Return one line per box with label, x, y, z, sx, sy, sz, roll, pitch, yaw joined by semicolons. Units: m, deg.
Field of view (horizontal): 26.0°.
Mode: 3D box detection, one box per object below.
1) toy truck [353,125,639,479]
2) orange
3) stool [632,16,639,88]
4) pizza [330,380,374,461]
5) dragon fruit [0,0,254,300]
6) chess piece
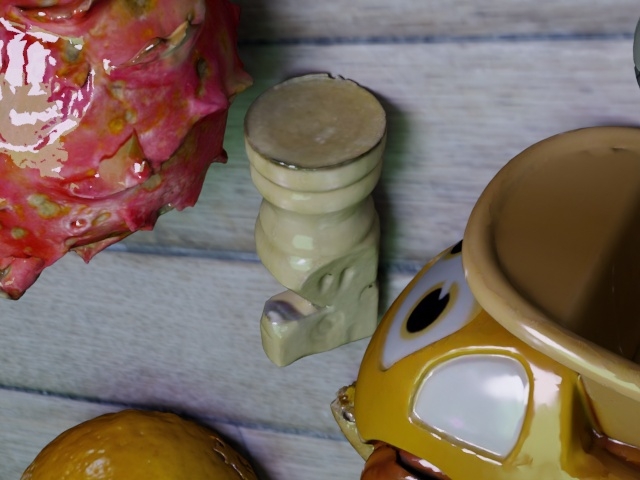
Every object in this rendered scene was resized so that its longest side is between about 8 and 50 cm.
toy truck;0.162;0.076;0.763;0.288;0.204;0.211;19;132;19
orange;-0.147;0.243;1.136;0.219;0.193;0.219;6;122;10
stool;0.202;-0.102;0.646;0.096;0.110;0.096;17;133;20
pizza;0.110;0.153;0.973;0.188;0.062;0.199;43;137;-10
dragon fruit;-0.149;-0.085;0.818;0.205;0.210;0.268;30;113;19
chess piece;0.000;0.000;0.890;0.090;0.090;0.200;17;137;20
